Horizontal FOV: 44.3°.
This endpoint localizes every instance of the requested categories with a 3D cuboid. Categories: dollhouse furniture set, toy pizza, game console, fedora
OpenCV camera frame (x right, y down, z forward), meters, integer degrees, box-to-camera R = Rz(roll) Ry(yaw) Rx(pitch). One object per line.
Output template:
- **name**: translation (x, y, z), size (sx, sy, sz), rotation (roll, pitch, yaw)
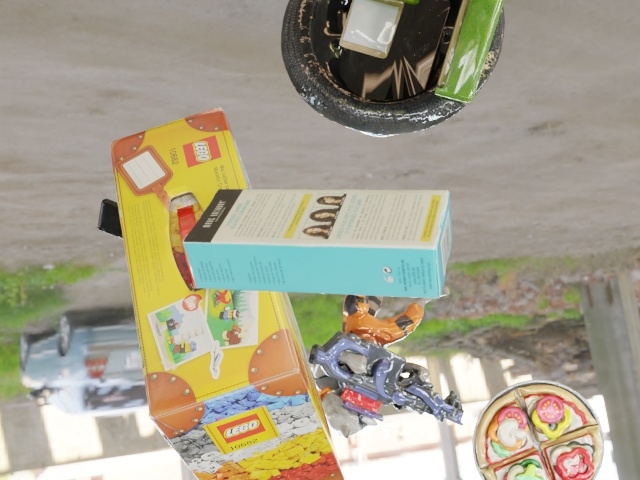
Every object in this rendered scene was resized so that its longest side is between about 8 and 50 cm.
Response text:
- **dollhouse furniture set**: translation (0.082, -0.244, 0.808), size (0.197, 0.151, 0.301), rotation (19, -169, 9)
- **toy pizza**: translation (0.331, 0.312, 1.189), size (0.201, 0.201, 0.032), rotation (-8, 180, 1)
- **game console**: translation (-0.397, -0.030, 1.652), size (0.122, 0.107, 0.071), rotation (21, -156, 12)
- **fedora**: translation (0.100, -0.271, 1.129), size (0.334, 0.334, 0.152), rotation (-7, 157, -2)

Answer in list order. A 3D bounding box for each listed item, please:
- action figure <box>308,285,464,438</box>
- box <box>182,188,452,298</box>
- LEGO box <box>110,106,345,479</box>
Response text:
- **action figure**: translation (0.112, 0.209, 1.415), size (0.341, 0.330, 0.178), rotation (37, 157, -24)
- **box**: translation (0.000, 0.000, 0.765), size (0.244, 0.060, 0.100), rotation (1, -145, 17)
- **LEGO box**: translation (-0.145, 0.109, 1.207), size (0.193, 0.500, 0.372), rotation (-18, 141, -2)
